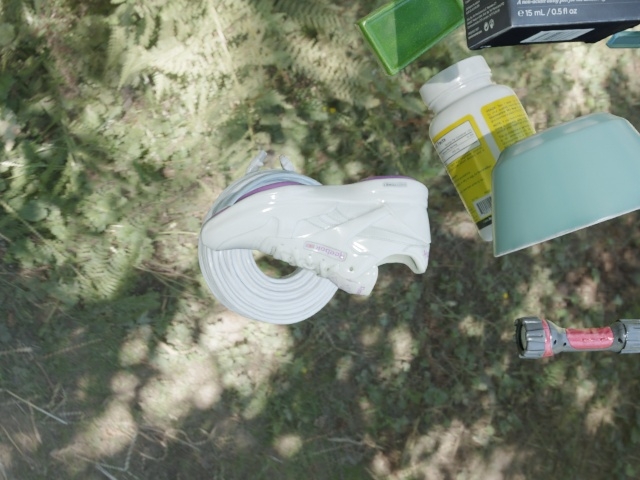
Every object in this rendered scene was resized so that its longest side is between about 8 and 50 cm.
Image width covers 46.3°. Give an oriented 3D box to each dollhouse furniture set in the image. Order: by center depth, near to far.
[{"bbox_3d":[0.079,-0.434,1.193,0.151,0.197,0.302,-34,105,3],"label":"dollhouse furniture set"}]

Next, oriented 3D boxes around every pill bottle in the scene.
[{"bbox_3d":[0.332,-0.183,1.475,0.187,0.188,0.334,-23,84,-29],"label":"pill bottle"}]

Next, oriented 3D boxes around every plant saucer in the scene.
[{"bbox_3d":[0.768,-0.466,1.737,0.067,0.192,0.018,-46,128,-30],"label":"plant saucer"}]

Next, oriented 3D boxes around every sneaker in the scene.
[{"bbox_3d":[0.000,0.000,0.964,0.304,0.114,0.152,-6,80,-6],"label":"sneaker"}]

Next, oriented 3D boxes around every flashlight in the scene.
[{"bbox_3d":[0.616,0.225,1.769,0.303,0.103,0.103,-2,105,-4],"label":"flashlight"}]

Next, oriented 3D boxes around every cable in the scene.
[{"bbox_3d":[-0.070,0.011,1.231,0.257,0.089,0.257,45,76,-17],"label":"cable"}]

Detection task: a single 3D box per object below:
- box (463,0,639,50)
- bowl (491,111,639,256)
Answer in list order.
[{"bbox_3d":[0.226,-0.281,0.741,0.155,0.093,0.158,-8,92,-15],"label":"box"},{"bbox_3d":[0.402,-0.099,1.207,0.311,0.311,0.163,-16,83,-31],"label":"bowl"}]
